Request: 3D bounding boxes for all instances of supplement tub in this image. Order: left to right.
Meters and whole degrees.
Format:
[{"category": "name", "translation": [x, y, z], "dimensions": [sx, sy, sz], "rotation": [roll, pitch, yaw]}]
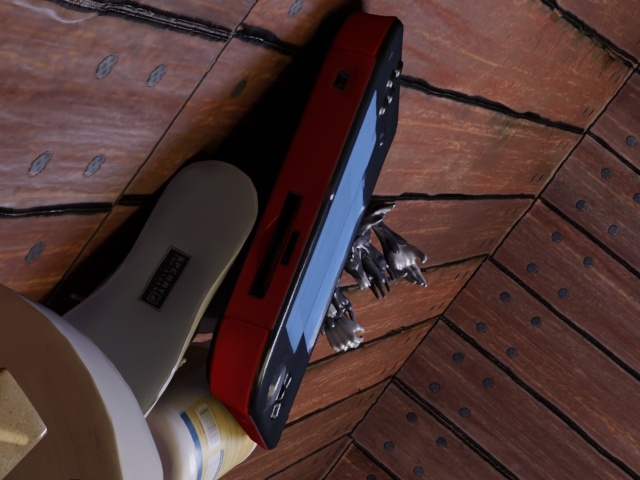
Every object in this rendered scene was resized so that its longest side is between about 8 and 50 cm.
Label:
[{"category": "supplement tub", "translation": [-0.147, 0.191, 1.537], "dimensions": [0.199, 0.144, 0.144], "rotation": [-29, 155, -58]}]

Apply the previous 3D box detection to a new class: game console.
[{"category": "game console", "translation": [0.000, 0.000, 1.413], "dimensions": [0.342, 0.060, 0.387], "rotation": [70, 40, -72]}]

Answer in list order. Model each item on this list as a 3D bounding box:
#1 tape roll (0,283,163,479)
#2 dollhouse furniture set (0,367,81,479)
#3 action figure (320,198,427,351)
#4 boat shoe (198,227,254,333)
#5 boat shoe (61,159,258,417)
[{"category": "tape roll", "translation": [-0.236, 0.156, 0.829], "dimensions": [0.286, 0.286, 0.100], "rotation": [-49, 168, -5]}, {"category": "dollhouse furniture set", "translation": [-0.226, 0.033, 0.644], "dimensions": [0.135, 0.262, 0.259], "rotation": [-47, 135, -25]}, {"category": "action figure", "translation": [0.046, 0.040, 1.794], "dimensions": [0.164, 0.141, 0.276], "rotation": [-38, 168, -3]}, {"category": "boat shoe", "translation": [-0.088, 0.058, 1.482], "dimensions": [0.258, 0.095, 0.084], "rotation": [-24, 146, -61]}, {"category": "boat shoe", "translation": [-0.159, 0.069, 1.246], "dimensions": [0.306, 0.113, 0.105], "rotation": [-62, 178, -23]}]
